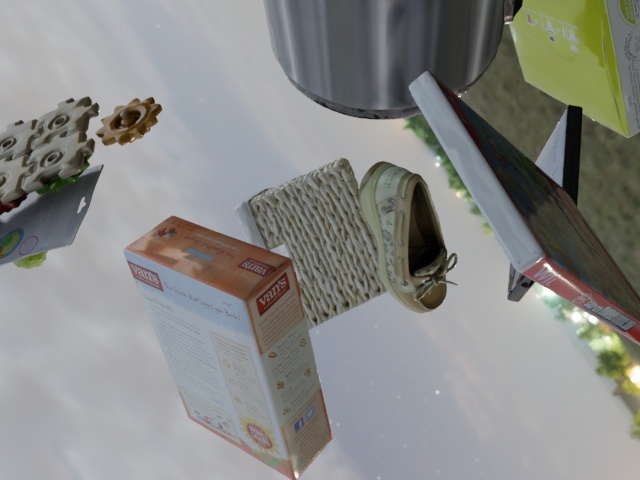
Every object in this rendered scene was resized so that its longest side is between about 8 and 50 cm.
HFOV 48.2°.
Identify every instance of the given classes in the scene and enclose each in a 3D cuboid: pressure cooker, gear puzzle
[{"bbox_3d":[0.085,-0.415,0.956,0.369,0.375,0.420,34,157,24],"label":"pressure cooker"},{"bbox_3d":[-0.349,-0.104,0.909,0.176,0.338,0.044,-103,-12,-46],"label":"gear puzzle"}]

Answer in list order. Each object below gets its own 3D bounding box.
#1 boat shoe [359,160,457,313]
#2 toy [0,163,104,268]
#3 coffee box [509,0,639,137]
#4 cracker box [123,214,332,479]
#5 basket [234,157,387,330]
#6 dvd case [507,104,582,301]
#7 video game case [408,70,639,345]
[{"bbox_3d":[0.142,0.012,1.073,0.089,0.104,0.285,19,147,44],"label":"boat shoe"},{"bbox_3d":[-0.374,-0.005,0.908,0.056,0.237,0.137,58,-153,-43],"label":"toy"},{"bbox_3d":[0.568,-0.462,1.332,0.338,0.334,0.338,60,176,-37],"label":"coffee box"},{"bbox_3d":[-0.082,0.102,0.678,0.155,0.067,0.232,19,135,35],"label":"cracker box"},{"bbox_3d":[0.000,0.000,1.687,0.331,0.266,0.329,-72,-41,-81],"label":"basket"},{"bbox_3d":[0.301,-0.039,0.976,0.253,0.022,0.181,92,-171,-66],"label":"dvd case"},{"bbox_3d":[0.200,-0.017,0.634,0.285,0.025,0.204,25,-146,-45],"label":"video game case"}]
